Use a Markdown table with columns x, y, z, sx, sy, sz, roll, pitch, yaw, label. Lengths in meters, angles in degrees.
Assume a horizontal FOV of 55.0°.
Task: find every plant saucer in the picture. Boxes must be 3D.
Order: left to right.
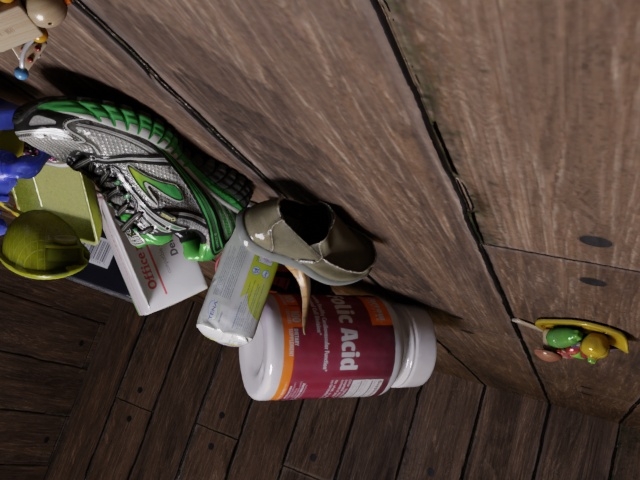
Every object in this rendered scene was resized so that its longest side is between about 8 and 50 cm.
| x | y | z | sx | sy | sz | roll | pitch | yaw | label |
| --- | --- | --- | --- | --- | --- | --- | --- | --- | --- |
| -0.439 | -0.099 | 1.019 | 0.188 | 0.045 | 0.188 | 12 | 122 | 26 | plant saucer |

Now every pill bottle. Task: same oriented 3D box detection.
| x | y | z | sx | sy | sz | roll | pitch | yaw | label |
| --- | --- | --- | --- | --- | --- | --- | --- | --- | --- |
| 0.039 | 0.228 | 1.337 | 0.391 | 0.224 | 0.224 | 4 | 173 | -24 | pill bottle |

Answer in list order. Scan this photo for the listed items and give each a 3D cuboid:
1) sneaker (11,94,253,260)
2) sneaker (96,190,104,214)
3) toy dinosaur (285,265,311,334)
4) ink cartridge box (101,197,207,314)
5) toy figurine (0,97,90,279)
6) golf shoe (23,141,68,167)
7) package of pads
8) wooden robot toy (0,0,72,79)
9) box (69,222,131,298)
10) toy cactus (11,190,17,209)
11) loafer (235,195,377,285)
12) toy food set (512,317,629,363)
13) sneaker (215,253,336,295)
| x | y | z | sx | sy | sz | roll | pitch | yaw | label |
| --- | --- | --- | --- | --- | --- | --- | --- | --- | --- |
| -0.233 | -0.073 | 0.801 | 0.134 | 0.146 | 0.343 | 5 | 161 | 45 | sneaker |
| -0.508 | -0.099 | 1.305 | 0.051 | 0.070 | 0.134 | 17 | 141 | 47 | sneaker |
| -0.036 | 0.027 | 0.984 | 0.064 | 0.112 | 0.212 | 10 | 128 | 60 | toy dinosaur |
| -0.309 | 0.022 | 1.127 | 0.119 | 0.207 | 0.353 | -22 | -179 | -20 | ink cartridge box |
| -0.437 | -0.105 | 0.771 | 0.362 | 0.217 | 0.191 | 23 | -161 | 38 | toy figurine |
| -0.437 | -0.145 | 0.929 | 0.186 | 0.068 | 0.086 | 21 | 153 | 18 | golf shoe |
| -0.143 | 0.075 | 1.104 | 0.101 | 0.229 | 0.296 | 19 | 166 | -5 | package of pads |
| -0.253 | -0.205 | 0.514 | 0.079 | 0.076 | 0.173 | -17 | 166 | -2 | wooden robot toy |
| -0.607 | 0.050 | 1.732 | 0.296 | 0.183 | 0.294 | 20 | 166 | -2 | box |
| -0.647 | -0.134 | 1.250 | 0.180 | 0.112 | 0.219 | 34 | 171 | -21 | toy cactus |
| 0.000 | 0.000 | 0.885 | 0.251 | 0.095 | 0.087 | 15 | 146 | -41 | loafer |
| 0.458 | 0.195 | 1.128 | 0.128 | 0.071 | 0.218 | 22 | 167 | -16 | toy food set |
| -0.100 | 0.094 | 1.462 | 0.313 | 0.116 | 0.136 | 25 | 179 | -14 | sneaker |
